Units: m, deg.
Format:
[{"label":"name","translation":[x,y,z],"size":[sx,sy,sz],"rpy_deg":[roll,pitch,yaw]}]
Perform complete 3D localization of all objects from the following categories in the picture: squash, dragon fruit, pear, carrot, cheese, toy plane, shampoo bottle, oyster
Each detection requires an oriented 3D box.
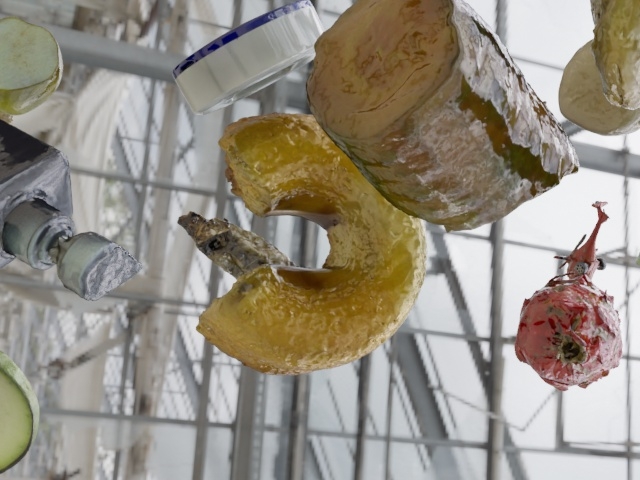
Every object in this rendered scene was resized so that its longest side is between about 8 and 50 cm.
[{"label":"squash","translation":[-0.492,0.230,1.337],"size":[0.041,0.219,0.219],"rpy_deg":[-81,-172,-67]},{"label":"dragon fruit","translation":[0.456,0.176,1.804],"size":[0.210,0.205,0.268],"rpy_deg":[-31,-176,15]},{"label":"pear","translation":[-0.424,-0.232,1.356],"size":[0.104,0.141,0.141],"rpy_deg":[120,-27,-67]},{"label":"carrot","translation":[0.145,-0.159,1.236],"size":[0.241,0.340,0.242],"rpy_deg":[-23,-133,27]},{"label":"cheese","translation":[0.603,-0.327,2.062],"size":[0.235,0.117,0.218],"rpy_deg":[11,-70,47]},{"label":"toy plane","translation":[0.537,0.018,1.948],"size":[0.077,0.126,0.194],"rpy_deg":[48,-66,41]},{"label":"shampoo bottle","translation":[-0.249,-0.046,0.628],"size":[0.309,0.098,0.071],"rpy_deg":[27,-46,24]},{"label":"oyster","translation":[-0.140,0.054,1.944],"size":[0.129,0.345,0.078],"rpy_deg":[-52,-174,25]}]

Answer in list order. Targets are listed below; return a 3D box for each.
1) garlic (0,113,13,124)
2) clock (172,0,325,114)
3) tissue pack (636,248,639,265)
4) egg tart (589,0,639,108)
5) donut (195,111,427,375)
[{"label":"garlic","translation":[-0.680,-0.277,1.813],"size":[0.245,0.253,0.245],"rpy_deg":[24,90,-82]},{"label":"clock","translation":[-0.101,-0.265,1.443],"size":[0.083,0.230,0.230],"rpy_deg":[64,-22,-4]},{"label":"tissue pack","translation":[0.585,-0.003,1.144],"size":[0.388,0.287,0.162],"rpy_deg":[133,-22,-81]},{"label":"egg tart","translation":[0.535,-0.418,1.483],"size":[0.178,0.443,0.443],"rpy_deg":[40,-58,35]},{"label":"donut","translation":[0.000,0.000,1.561],"size":[0.163,0.377,0.435],"rpy_deg":[164,-73,-75]}]
